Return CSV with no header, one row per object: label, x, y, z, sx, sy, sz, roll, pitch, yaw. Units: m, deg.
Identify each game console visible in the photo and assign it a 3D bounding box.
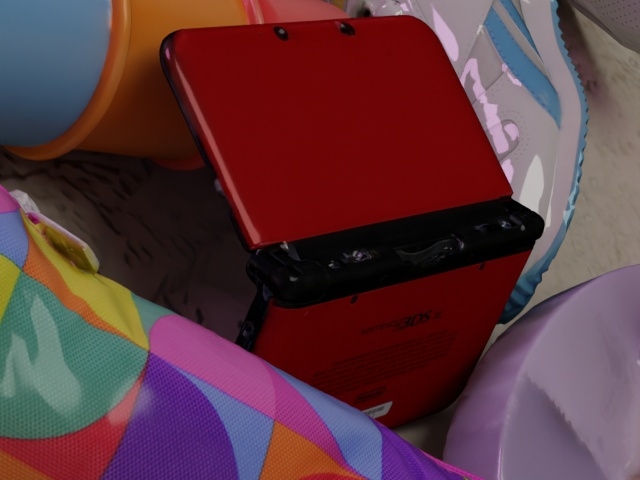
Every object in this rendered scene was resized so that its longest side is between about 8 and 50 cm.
game console,0.000,0.000,0.625,0.085,0.124,0.144,39,30,29

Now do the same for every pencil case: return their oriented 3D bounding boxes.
pencil case,-0.034,0.070,0.516,0.236,0.104,0.104,34,39,-25

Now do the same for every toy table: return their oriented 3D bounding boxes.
toy table,0.181,0.072,0.663,0.274,0.161,0.252,-30,94,-52

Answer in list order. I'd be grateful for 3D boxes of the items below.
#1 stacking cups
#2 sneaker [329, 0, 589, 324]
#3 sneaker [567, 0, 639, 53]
stacking cups,-0.110,-0.075,0.570,0.316,0.096,0.096,3,57,-46
sneaker,0.048,-0.069,0.748,0.092,0.087,0.228,7,55,-16
sneaker,0.074,-0.197,0.866,0.169,0.108,0.292,-2,51,-45
